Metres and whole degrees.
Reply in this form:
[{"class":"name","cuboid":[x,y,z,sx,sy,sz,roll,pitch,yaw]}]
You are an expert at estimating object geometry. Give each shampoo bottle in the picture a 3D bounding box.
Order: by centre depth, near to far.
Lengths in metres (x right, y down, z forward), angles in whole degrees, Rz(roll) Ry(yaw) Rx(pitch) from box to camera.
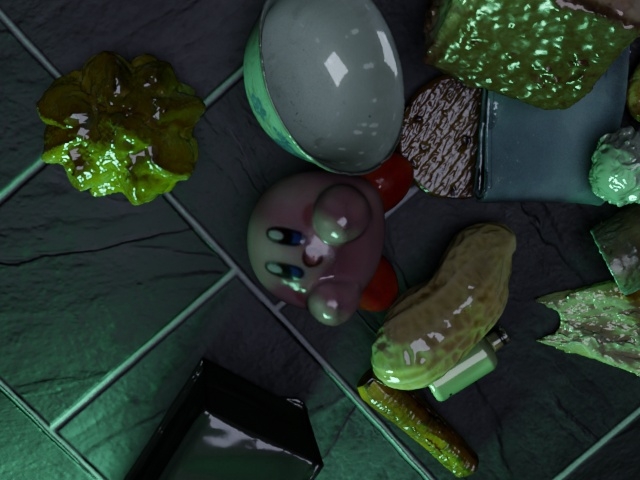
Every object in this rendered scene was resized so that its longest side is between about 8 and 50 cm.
[{"class":"shampoo bottle","cuboid":[0.247,0.199,1.642,0.162,0.079,0.079,-32,104,0]}]

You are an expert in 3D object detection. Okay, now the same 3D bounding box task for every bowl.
[{"class":"bowl","cuboid":[-0.024,-0.239,1.466,0.146,0.313,0.313,-10,108,42]}]

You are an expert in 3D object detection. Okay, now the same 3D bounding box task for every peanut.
[{"class":"peanut","cuboid":[0.206,0.104,1.578,0.140,0.153,0.325,44,78,-33]}]

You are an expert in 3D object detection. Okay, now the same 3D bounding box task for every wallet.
[{"class":"wallet","cuboid":[0.370,-0.198,1.564,0.252,0.054,0.290,-1,101,-20]}]

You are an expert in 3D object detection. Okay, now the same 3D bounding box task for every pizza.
[{"class":"pizza","cuboid":[0.493,0.137,1.680,0.262,0.034,0.181,11,101,-8]}]

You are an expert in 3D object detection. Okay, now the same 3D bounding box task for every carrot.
[{"class":"carrot","cuboid":[0.170,0.312,1.664,0.260,0.070,0.070,43,94,-13]}]

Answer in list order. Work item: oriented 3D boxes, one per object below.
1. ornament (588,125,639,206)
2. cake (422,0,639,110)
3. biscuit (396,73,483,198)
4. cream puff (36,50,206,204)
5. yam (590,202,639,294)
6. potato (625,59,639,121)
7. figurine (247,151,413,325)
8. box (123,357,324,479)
[{"class":"ornament","cuboid":[0.560,-0.146,1.535,0.285,0.120,0.130,-23,145,-7]},{"class":"cake","cuboid":[0.307,-0.378,1.390,0.282,0.255,0.290,20,58,-7]},{"class":"biscuit","cuboid":[0.224,-0.170,1.583,0.212,0.036,0.212,-1,100,-8]},{"class":"cream puff","cuboid":[-0.295,-0.172,1.462,0.244,0.196,0.244,-12,110,-34]},{"class":"yam","cuboid":[0.592,-0.042,1.611,0.330,0.133,0.133,-34,103,-3]},{"class":"potato","cuboid":[0.562,-0.267,1.581,0.107,0.080,0.170,30,96,-26]},{"class":"figurine","cuboid":[-0.002,-0.003,1.517,0.211,0.261,0.269,12,108,22]},{"class":"box","cuboid":[-0.181,0.397,1.546,0.205,0.251,0.345,31,96,-12]}]
